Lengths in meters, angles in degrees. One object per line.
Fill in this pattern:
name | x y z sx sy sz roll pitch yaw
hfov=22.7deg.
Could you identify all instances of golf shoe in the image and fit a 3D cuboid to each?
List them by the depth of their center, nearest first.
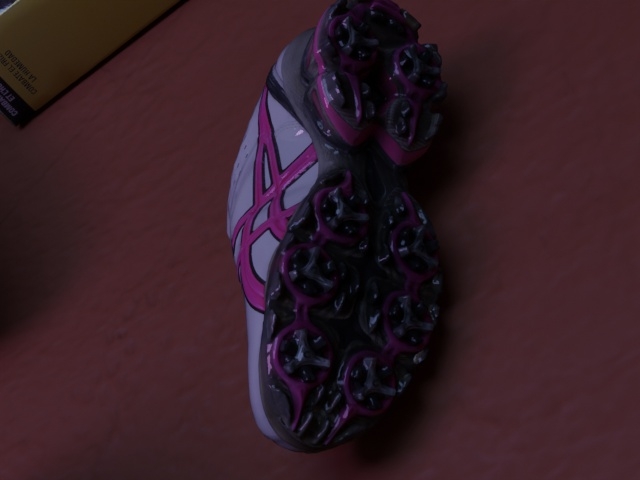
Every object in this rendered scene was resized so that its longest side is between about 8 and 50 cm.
golf shoe | 0.000 0.000 0.590 0.086 0.067 0.186 -36 35 46

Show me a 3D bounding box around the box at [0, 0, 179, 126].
box | -0.084 -0.161 0.774 0.232 0.058 0.087 -36 42 5
